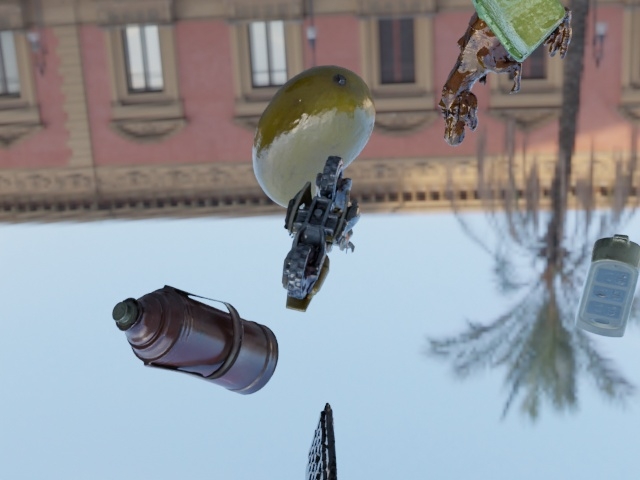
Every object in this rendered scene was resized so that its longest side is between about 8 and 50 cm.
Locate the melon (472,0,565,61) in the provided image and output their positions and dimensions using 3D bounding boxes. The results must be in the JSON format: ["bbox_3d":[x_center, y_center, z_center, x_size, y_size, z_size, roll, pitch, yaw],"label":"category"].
[{"bbox_3d":[0.188,-0.254,1.108,0.064,0.118,0.209,-37,172,-1],"label":"melon"}]

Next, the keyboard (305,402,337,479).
[{"bbox_3d":[0.001,0.242,0.953,0.017,0.087,0.250,11,-152,-9],"label":"keyboard"}]

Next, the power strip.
[{"bbox_3d":[0.430,0.071,1.712,0.080,0.286,0.048,10,-116,12],"label":"power strip"}]

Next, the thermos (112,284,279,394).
[{"bbox_3d":[-0.162,0.115,1.388,0.124,0.099,0.232,4,165,42],"label":"thermos"}]

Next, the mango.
[{"bbox_3d":[-0.025,-0.179,2.040,0.195,0.332,0.142,10,-132,-27],"label":"mango"}]

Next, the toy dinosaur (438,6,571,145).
[{"bbox_3d":[0.273,-0.332,1.566,0.208,0.432,0.097,-13,-141,-43],"label":"toy dinosaur"}]

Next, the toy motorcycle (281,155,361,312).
[{"bbox_3d":[-0.001,0.000,1.509,0.094,0.130,0.229,13,-131,7],"label":"toy motorcycle"}]
